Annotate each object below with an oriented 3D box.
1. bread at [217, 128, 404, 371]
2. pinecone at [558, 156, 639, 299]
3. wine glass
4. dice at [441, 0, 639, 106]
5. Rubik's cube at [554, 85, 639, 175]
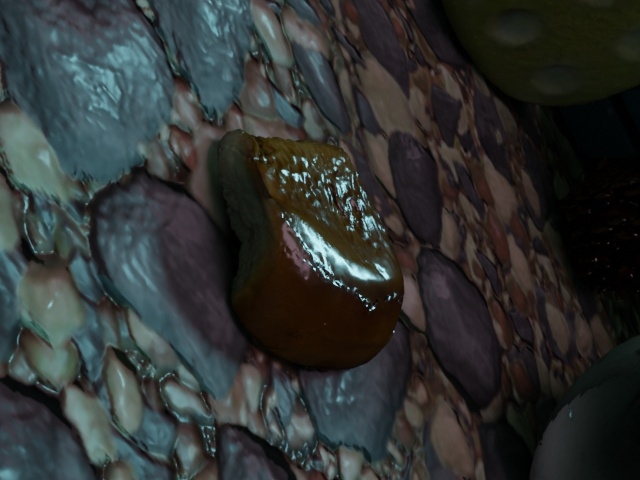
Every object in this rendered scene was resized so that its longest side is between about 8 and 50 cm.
[{"bbox_3d":[0.000,0.000,0.621,0.129,0.044,0.126,5,66,-55],"label":"bread"},{"bbox_3d":[0.236,-0.010,0.988,0.102,0.102,0.109,5,102,-59],"label":"pinecone"},{"bbox_3d":[0.272,0.132,0.849,0.357,0.190,0.191,-19,89,-61],"label":"wine glass"},{"bbox_3d":[0.194,-0.219,0.958,0.166,0.169,0.169,39,41,-44],"label":"dice"},{"bbox_3d":[0.469,-0.097,1.062,0.343,0.337,0.344,-42,111,-24],"label":"Rubik's cube"}]
